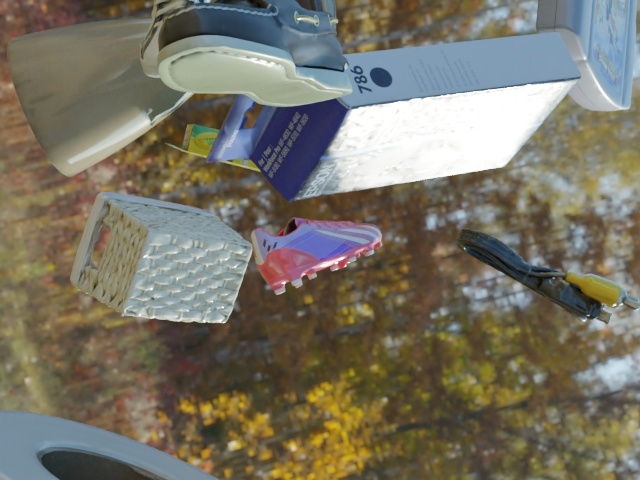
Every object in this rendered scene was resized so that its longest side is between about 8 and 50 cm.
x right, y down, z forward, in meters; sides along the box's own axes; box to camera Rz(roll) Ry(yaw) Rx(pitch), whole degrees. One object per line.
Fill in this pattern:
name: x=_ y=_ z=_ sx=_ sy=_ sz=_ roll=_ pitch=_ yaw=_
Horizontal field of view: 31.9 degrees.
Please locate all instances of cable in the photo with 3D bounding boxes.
cable: x=0.335 y=0.046 z=1.687 sx=0.072 sy=0.287 sz=0.139 roll=-61 pitch=-179 yaw=-8

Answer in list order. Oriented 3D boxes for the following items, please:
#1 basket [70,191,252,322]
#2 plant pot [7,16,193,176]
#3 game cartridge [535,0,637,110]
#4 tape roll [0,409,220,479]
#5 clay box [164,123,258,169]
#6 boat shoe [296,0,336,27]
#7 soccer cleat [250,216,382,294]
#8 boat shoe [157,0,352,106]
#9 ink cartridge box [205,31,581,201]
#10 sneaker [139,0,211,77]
basket: x=-0.171 y=0.023 z=1.242 sx=0.103 sy=0.167 sz=0.113 roll=28 pitch=-77 yaw=41
plant pot: x=-0.351 y=-0.275 z=1.924 sx=0.256 sy=0.274 sz=0.256 roll=-20 pitch=90 yaw=-85
game cartridge: x=0.341 y=-0.276 z=1.404 sx=0.297 sy=0.062 sz=0.198 roll=24 pitch=66 yaw=-60
tape roll: x=-0.169 y=0.245 z=0.795 sx=0.246 sy=0.246 sz=0.169 roll=-157 pitch=-91 yaw=-76
clay box: x=-0.150 y=-0.156 z=1.914 sx=0.127 sy=0.222 sz=0.053 roll=-156 pitch=-99 yaw=-77
boat shoe: x=-0.094 y=-0.345 z=1.309 sx=0.355 sy=0.130 sz=0.132 roll=68 pitch=-24 yaw=12
soccer cleat: x=0.000 y=0.000 z=1.569 sx=0.083 sy=0.248 sz=0.095 roll=-27 pitch=-93 yaw=41
boat shoe: x=-0.045 y=-0.136 z=0.757 sx=0.228 sy=0.081 sz=0.068 roll=-3 pitch=84 yaw=-69
ink cartridge box: x=0.070 y=-0.114 z=1.062 sx=0.065 sy=0.333 sz=0.165 roll=69 pitch=-28 yaw=22
sneaker: x=-0.197 y=-0.335 z=1.519 sx=0.235 sy=0.094 sz=0.153 roll=-64 pitch=153 yaw=-45
